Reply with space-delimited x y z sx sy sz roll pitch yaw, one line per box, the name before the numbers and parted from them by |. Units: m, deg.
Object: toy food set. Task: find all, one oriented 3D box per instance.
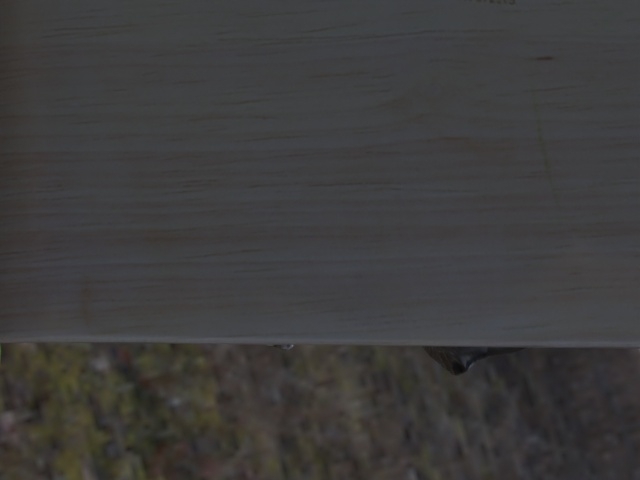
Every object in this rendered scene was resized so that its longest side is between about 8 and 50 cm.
toy food set | 0.040 -0.076 0.514 0.092 0.306 0.219 111 -21 -82

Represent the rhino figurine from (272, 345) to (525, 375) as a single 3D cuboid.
rhino figurine | 0.000 0.000 0.940 0.073 0.243 0.106 -59 172 -69
